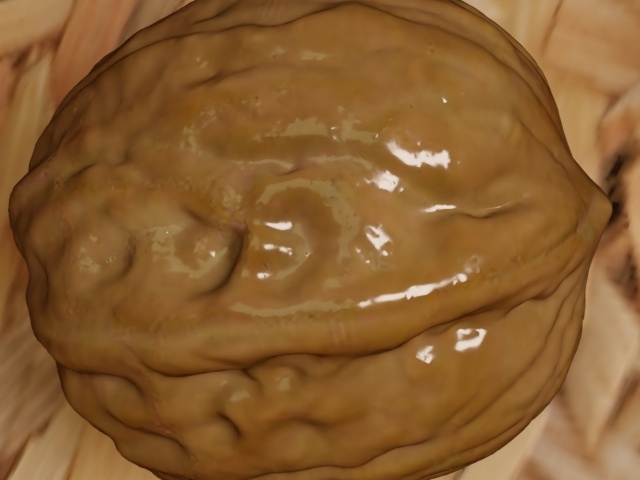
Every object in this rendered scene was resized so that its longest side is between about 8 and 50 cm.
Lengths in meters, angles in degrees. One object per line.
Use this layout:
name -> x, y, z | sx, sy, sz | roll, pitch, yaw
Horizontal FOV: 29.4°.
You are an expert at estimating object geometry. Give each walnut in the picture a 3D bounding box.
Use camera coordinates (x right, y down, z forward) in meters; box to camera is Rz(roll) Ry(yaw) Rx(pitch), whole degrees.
walnut -> 0.000, 0.000, 0.451 | 0.213, 0.213, 0.213 | -6, 72, 19
